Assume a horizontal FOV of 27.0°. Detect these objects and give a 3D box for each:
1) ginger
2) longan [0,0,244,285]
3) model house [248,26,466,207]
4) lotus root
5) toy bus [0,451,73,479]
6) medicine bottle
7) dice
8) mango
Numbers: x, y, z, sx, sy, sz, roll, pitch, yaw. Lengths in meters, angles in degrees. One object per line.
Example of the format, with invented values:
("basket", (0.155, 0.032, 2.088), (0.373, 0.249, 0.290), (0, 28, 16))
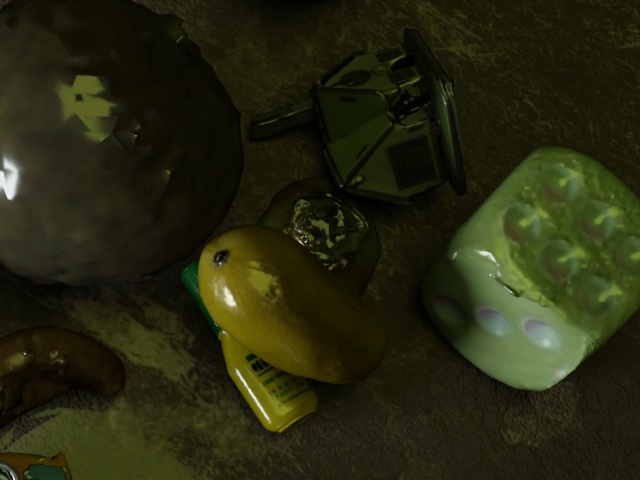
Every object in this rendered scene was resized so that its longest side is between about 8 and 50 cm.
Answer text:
("ginger", (-0.386, 0.179, 1.643), (0.133, 0.107, 0.309), (15, 26, 34))
("longan", (-0.286, -0.127, 1.676), (0.391, 0.391, 0.391), (6, 66, -14))
("model house", (0.047, -0.147, 1.903), (0.279, 0.204, 0.218), (-18, 35, -5))
("lotus root", (0.002, -0.003, 1.883), (0.183, 0.078, 0.203), (26, 64, -4))
("toy bus", (-0.353, 0.352, 1.598), (0.136, 0.126, 0.209), (-2, 68, -27))
("medicine bottle", (-0.102, 0.139, 1.796), (0.095, 0.064, 0.260), (-24, 72, -42))
("dice", (0.306, 0.044, 1.856), (0.252, 0.250, 0.254), (42, 63, 4))
("mango", (-0.026, 0.094, 1.727), (0.332, 0.142, 0.195), (35, 20, -34))
